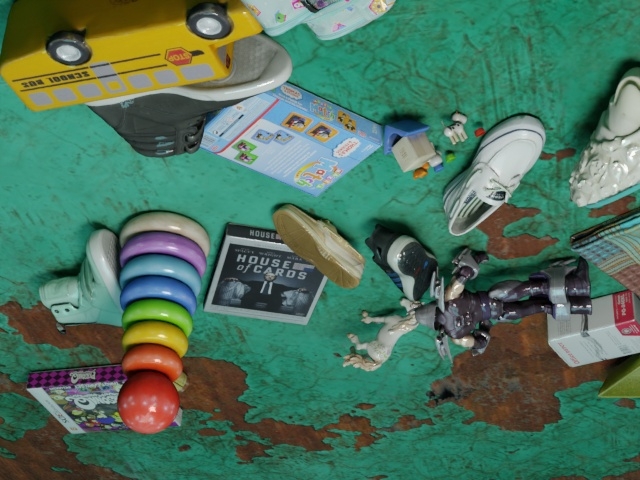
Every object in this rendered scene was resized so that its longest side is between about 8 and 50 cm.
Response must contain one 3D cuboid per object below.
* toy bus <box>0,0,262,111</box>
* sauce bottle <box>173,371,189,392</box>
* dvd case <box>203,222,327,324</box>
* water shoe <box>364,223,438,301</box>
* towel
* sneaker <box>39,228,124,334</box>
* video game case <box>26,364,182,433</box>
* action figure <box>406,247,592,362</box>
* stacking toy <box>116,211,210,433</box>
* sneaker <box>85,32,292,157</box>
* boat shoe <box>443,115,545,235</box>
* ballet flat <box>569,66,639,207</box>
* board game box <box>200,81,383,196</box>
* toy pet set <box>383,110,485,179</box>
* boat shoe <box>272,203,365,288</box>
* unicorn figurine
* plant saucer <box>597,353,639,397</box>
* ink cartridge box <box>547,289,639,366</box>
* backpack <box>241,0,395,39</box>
[{"bbox_3d":[-0.217,-0.248,1.593,0.333,0.108,0.130,-8,146,17],"label":"toy bus"},{"bbox_3d":[-0.289,0.232,2.411,0.042,0.042,0.128,-18,140,29],"label":"sauce bottle"},{"bbox_3d":[-0.082,0.058,2.133,0.179,0.029,0.238,9,147,-9],"label":"dvd case"},{"bbox_3d":[0.124,0.027,2.048,0.080,0.073,0.203,34,169,24],"label":"water shoe"},{"bbox_3d":[0.593,-0.003,1.973,0.370,0.040,0.271,-26,136,38],"label":"towel"},{"bbox_3d":[-0.377,0.071,2.110,0.151,0.094,0.256,-4,149,0],"label":"sneaker"},{"bbox_3d":[-0.404,0.299,2.523,0.232,0.042,0.210,-6,148,13],"label":"video game case"},{"bbox_3d":[0.274,0.096,2.076,0.285,0.099,0.185,-9,131,2],"label":"action figure"},{"bbox_3d":[-0.245,0.126,1.973,0.141,0.330,0.141,2,147,2],"label":"stacking toy"},{"bbox_3d":[-0.152,-0.183,1.704,0.296,0.104,0.147,-5,149,23],"label":"sneaker"},{"bbox_3d":[0.242,-0.081,1.844,0.083,0.076,0.226,13,146,-15],"label":"boat shoe"},{"bbox_3d":[0.453,-0.183,1.651,0.147,0.147,0.409,29,136,-34],"label":"ballet flat"},{"bbox_3d":[-0.047,-0.142,1.808,0.211,0.039,0.160,23,143,-27],"label":"board game box"},{"bbox_3d":[0.139,-0.135,1.807,0.114,0.065,0.122,-19,166,-36],"label":"toy pet set"},{"bbox_3d":[0.000,0.000,2.009,0.170,0.059,0.063,44,140,-18],"label":"boat shoe"},{"bbox_3d":[0.107,0.147,2.198,0.111,0.162,0.060,12,165,42],"label":"unicorn figurine"},{"bbox_3d":[0.589,0.218,2.277,0.188,0.045,0.188,1,156,-16],"label":"plant saucer"},{"bbox_3d":[0.458,0.145,2.190,0.150,0.063,0.109,-16,143,27],"label":"ink cartridge box"},{"bbox_3d":[-0.003,-0.303,1.439,0.188,0.166,0.144,-14,134,29],"label":"backpack"}]
